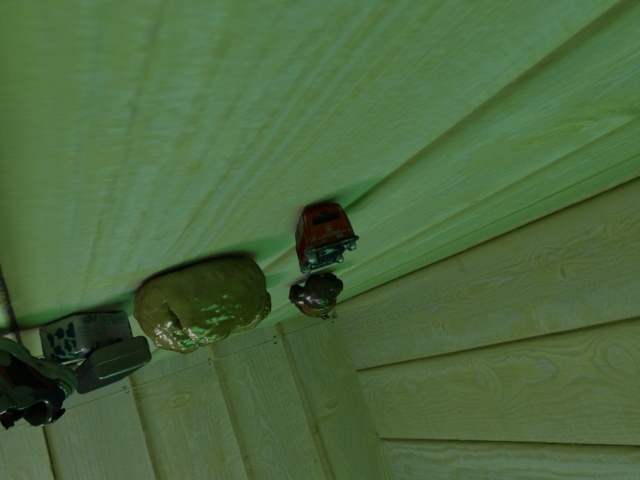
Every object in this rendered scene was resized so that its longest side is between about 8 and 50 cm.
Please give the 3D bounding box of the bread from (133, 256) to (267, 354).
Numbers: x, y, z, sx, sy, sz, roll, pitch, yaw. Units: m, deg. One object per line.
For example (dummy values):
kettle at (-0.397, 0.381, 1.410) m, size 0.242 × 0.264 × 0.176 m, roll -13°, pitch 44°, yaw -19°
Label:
bread at (-0.203, 0.120, 0.862) m, size 0.244 × 0.134 × 0.244 m, roll -22°, pitch 169°, yaw -4°

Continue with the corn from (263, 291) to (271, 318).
corn at (-0.175, 0.171, 1.286) m, size 0.097 × 0.097 × 0.262 m, roll -18°, pitch 172°, yaw -9°

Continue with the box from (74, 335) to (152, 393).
box at (-0.407, 0.244, 0.937) m, size 0.103 × 0.055 × 0.243 m, roll -15°, pitch 169°, yaw -38°

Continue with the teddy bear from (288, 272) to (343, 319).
teddy bear at (-0.009, 0.169, 1.491) m, size 0.177 × 0.140 × 0.190 m, roll -16°, pitch 161°, yaw -4°

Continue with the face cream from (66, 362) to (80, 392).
face cream at (-0.802, 0.442, 1.551) m, size 0.095 × 0.091 × 0.091 m, roll -2°, pitch 161°, yaw -37°

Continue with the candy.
candy at (-0.437, 0.181, 0.914) m, size 0.092 × 0.073 × 0.160 m, roll -19°, pitch 170°, yaw 10°

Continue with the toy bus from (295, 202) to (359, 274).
toy bus at (0.000, 0.000, 0.756) m, size 0.079 × 0.077 × 0.174 m, roll -17°, pitch 170°, yaw -11°

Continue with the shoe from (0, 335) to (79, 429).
shoe at (-0.507, 0.242, 0.781) m, size 0.099 × 0.126 × 0.227 m, roll -23°, pitch 137°, yaw 23°
